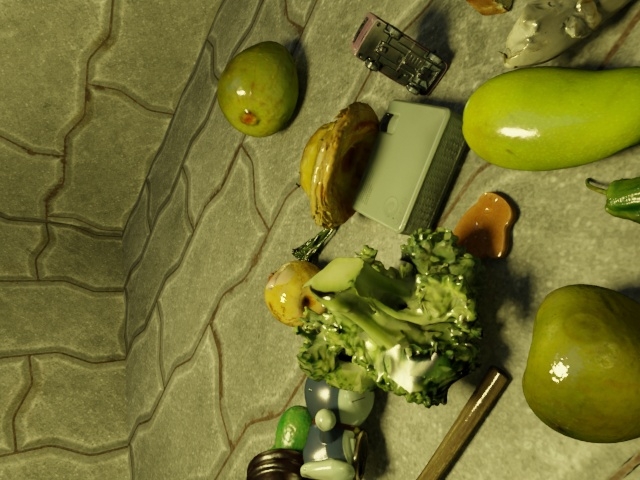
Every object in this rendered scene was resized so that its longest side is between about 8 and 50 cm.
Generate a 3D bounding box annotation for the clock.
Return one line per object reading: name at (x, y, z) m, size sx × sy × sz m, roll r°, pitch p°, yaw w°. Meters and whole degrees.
clock at (0.034, 0.365, 0.955) m, size 0.147 × 0.199 × 0.243 m, roll -4°, pitch 61°, yaw 22°

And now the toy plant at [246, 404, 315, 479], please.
toy plant at (-0.081, 0.529, 1.089) m, size 0.235 × 0.176 × 0.218 m, roll -85°, pitch 19°, yaw -59°

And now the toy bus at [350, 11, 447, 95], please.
toy bus at (0.167, -0.399, 1.003) m, size 0.096 × 0.199 × 0.108 m, roll -55°, pitch 29°, yaw 29°

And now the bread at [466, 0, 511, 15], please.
bread at (0.329, -0.485, 0.895) m, size 0.070 × 0.083 × 0.076 m, roll 24°, pitch 103°, yaw 46°

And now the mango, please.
mango at (0.359, -0.190, 0.714) m, size 0.293 × 0.143 × 0.175 m, roll 7°, pitch 67°, yaw 45°

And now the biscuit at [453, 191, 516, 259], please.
biscuit at (0.298, -0.012, 0.839) m, size 0.140 × 0.023 × 0.118 m, roll -52°, pitch 42°, yaw 30°

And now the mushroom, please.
mushroom at (0.404, -0.365, 0.714) m, size 0.278 × 0.096 × 0.099 m, roll -33°, pitch 7°, yaw 17°

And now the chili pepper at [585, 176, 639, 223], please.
chili pepper at (0.440, -0.056, 0.617) m, size 0.204 × 0.073 × 0.072 m, roll 4°, pitch 96°, yaw 57°

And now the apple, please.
apple at (0.343, 0.154, 0.583) m, size 0.157 × 0.196 × 0.196 m, roll 7°, pitch 85°, yaw 33°

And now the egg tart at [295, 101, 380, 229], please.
egg tart at (0.036, -0.170, 1.038) m, size 0.116 × 0.295 × 0.294 m, roll 25°, pitch 102°, yaw 25°

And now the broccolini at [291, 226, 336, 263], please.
broccolini at (0.008, 0.000, 1.244) m, size 0.201 × 0.058 × 0.073 m, roll -38°, pitch 63°, yaw 22°

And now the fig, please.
fig at (-0.192, -0.505, 1.505) m, size 0.258 × 0.258 × 0.326 m, roll -19°, pitch 51°, yaw 51°

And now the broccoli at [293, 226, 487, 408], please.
broccoli at (0.123, 0.133, 0.830) m, size 0.339 × 0.317 × 0.277 m, roll 17°, pitch 62°, yaw 16°

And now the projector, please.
projector at (0.187, -0.152, 0.977) m, size 0.192 × 0.099 × 0.256 m, roll 35°, pitch 109°, yaw 52°

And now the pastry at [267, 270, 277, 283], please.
pastry at (-0.115, 0.147, 1.338) m, size 0.169 × 0.063 × 0.087 m, roll 52°, pitch 124°, yaw 48°

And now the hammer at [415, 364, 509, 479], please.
hammer at (0.220, 0.372, 0.818) m, size 0.365 × 0.044 × 0.111 m, roll -63°, pitch 36°, yaw 16°

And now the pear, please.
pear at (-0.062, 0.132, 1.179) m, size 0.178 × 0.178 × 0.177 m, roll -23°, pitch 61°, yaw 50°
